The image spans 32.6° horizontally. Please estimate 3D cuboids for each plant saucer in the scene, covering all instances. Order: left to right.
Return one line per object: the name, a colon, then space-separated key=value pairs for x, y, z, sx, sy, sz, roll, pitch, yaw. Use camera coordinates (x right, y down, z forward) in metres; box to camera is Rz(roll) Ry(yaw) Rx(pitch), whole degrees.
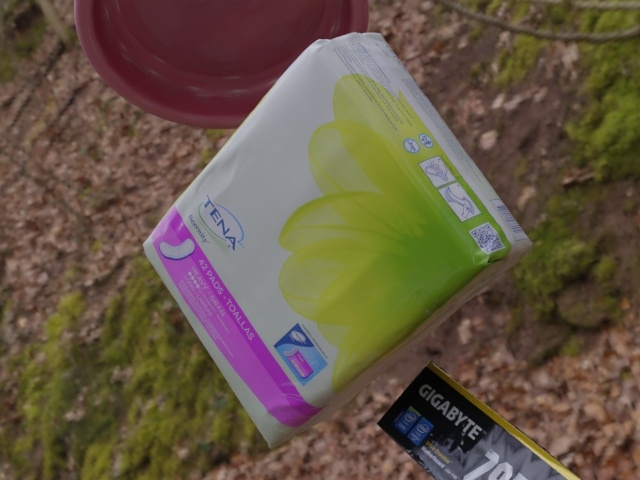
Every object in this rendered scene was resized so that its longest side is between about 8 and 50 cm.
plant saucer: x=-0.112 y=-0.272 z=1.257 sx=0.332 sy=0.332 sz=0.084 roll=-22 pitch=46 yaw=18

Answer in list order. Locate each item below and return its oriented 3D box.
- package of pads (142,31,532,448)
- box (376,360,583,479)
package of pads: x=0.000 y=0.000 z=0.908 sx=0.101 sy=0.229 sz=0.296 roll=-17 pitch=-22 yaw=-51
box: x=0.216 y=0.251 z=0.862 sx=0.079 sy=0.257 sz=0.322 roll=-50 pitch=37 yaw=-3
